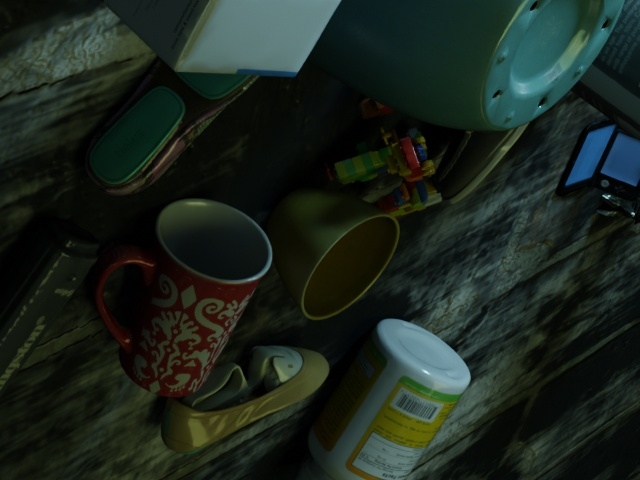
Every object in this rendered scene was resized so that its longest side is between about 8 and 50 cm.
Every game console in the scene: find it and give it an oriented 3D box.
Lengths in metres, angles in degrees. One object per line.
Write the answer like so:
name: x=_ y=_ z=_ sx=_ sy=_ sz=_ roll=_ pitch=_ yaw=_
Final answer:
game console: x=0.386 y=-0.102 z=2.140 sx=0.071 sy=0.107 sz=0.122 roll=-62 pitch=173 yaw=-52

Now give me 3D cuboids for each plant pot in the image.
plant pot: x=0.115 y=-0.230 z=1.371 sx=0.293 sy=0.235 sz=0.293 roll=-36 pitch=151 yaw=-24
plant pot: x=0.000 y=0.000 z=1.650 sx=0.134 sy=0.095 sz=0.134 roll=-35 pitch=150 yaw=-24

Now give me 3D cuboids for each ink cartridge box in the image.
ink cartridge box: x=-0.099 y=-0.201 z=1.130 sx=0.139 sy=0.190 sz=0.082 roll=-5 pitch=131 yaw=-54

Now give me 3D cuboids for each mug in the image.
mug: x=-0.142 y=0.052 z=1.529 sx=0.113 sy=0.150 sz=0.169 roll=-75 pitch=-172 yaw=-52

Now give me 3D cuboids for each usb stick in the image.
usb stick: x=-0.288 y=0.103 z=1.405 sx=0.278 sy=0.045 sz=0.077 roll=-54 pitch=152 yaw=9

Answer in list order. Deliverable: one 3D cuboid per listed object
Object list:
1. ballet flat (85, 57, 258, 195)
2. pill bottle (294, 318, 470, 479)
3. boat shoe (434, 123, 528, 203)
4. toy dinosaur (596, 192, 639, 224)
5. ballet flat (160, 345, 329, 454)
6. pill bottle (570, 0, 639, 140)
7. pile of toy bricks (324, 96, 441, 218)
ballet flat: x=-0.109 y=-0.124 z=1.364 sx=0.221 sy=0.077 sz=0.079 roll=-47 pitch=172 yaw=5
pill bottle: x=0.069 y=0.232 z=2.015 sx=0.136 sy=0.136 sz=0.246 roll=0 pitch=126 yaw=-57
boat shoe: x=0.212 y=-0.194 z=1.751 sx=0.335 sy=0.095 sz=0.112 roll=-52 pitch=-171 yaw=13
toy dinosaur: x=0.526 y=-0.032 z=2.274 sx=0.164 sy=0.218 sz=0.322 roll=-43 pitch=153 yaw=-14
ballet flat: x=-0.076 y=0.158 z=1.771 sx=0.232 sy=0.080 sz=0.073 roll=-29 pitch=132 yaw=-38
pill bottle: x=0.289 y=-0.219 z=1.555 sx=0.176 sy=0.318 sz=0.176 roll=-37 pitch=152 yaw=-24
pile of toy bricks: x=0.057 y=-0.081 z=1.652 sx=0.105 sy=0.118 sz=0.212 roll=-20 pitch=169 yaw=3
